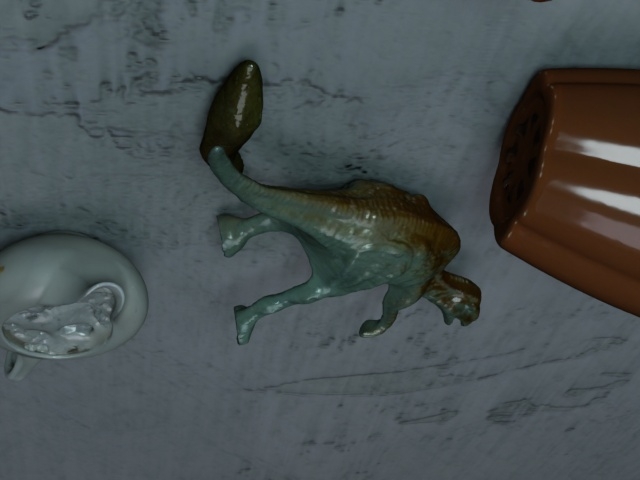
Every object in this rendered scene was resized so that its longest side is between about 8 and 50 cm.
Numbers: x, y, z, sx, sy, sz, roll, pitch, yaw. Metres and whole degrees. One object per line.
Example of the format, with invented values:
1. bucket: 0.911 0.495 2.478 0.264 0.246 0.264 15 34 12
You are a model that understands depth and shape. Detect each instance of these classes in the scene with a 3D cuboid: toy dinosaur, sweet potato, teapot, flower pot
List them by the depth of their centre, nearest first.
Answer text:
1. flower pot: 0.221 -0.038 0.758 0.173 0.190 0.190 13 145 -7
2. sweet potato: -0.065 -0.077 0.771 0.041 0.038 0.153 13 148 -2
3. toy dinosaur: 0.000 0.000 0.855 0.205 0.092 0.393 -15 146 14
4. teapot: -0.222 0.052 0.903 0.145 0.092 0.226 16 144 -26

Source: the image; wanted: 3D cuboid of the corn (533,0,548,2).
1. corn: 0.146 -0.229 0.509 0.092 0.092 0.280 6 145 -19
